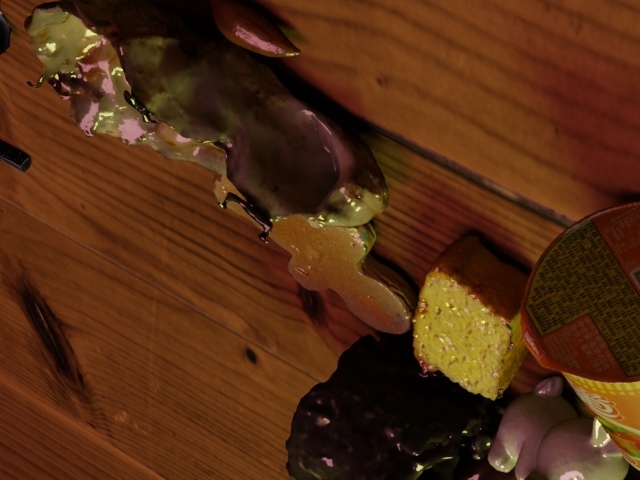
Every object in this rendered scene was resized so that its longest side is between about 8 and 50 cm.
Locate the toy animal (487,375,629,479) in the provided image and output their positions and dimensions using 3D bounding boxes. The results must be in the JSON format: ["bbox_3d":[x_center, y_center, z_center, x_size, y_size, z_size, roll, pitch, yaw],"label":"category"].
[{"bbox_3d":[0.218,0.176,1.572,0.181,0.131,0.127,17,111,63],"label":"toy animal"}]

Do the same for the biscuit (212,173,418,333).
[{"bbox_3d":[0.000,0.000,1.692,0.234,0.030,0.153,41,154,-2],"label":"biscuit"}]

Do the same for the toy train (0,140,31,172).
[{"bbox_3d":[-0.355,-0.100,2.014,0.083,0.017,0.017,27,157,24],"label":"toy train"}]

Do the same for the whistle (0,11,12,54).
[{"bbox_3d":[-0.413,-0.192,1.903,0.062,0.062,0.304,51,152,-19],"label":"whistle"}]

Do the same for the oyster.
[{"bbox_3d":[-0.094,-0.105,1.533,0.337,0.133,0.198,33,176,4],"label":"oyster"}]

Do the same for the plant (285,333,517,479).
[{"bbox_3d":[0.089,0.211,1.732,0.234,0.178,0.204,36,152,22],"label":"plant"}]

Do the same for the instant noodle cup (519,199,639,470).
[{"bbox_3d":[0.255,0.089,1.378,0.168,0.168,0.185,19,153,36],"label":"instant noodle cup"}]

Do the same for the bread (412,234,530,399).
[{"bbox_3d":[0.134,0.071,1.592,0.103,0.065,0.187,29,150,18],"label":"bread"}]

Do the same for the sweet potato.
[{"bbox_3d":[-0.058,-0.174,1.502,0.095,0.034,0.034,34,152,19],"label":"sweet potato"}]
